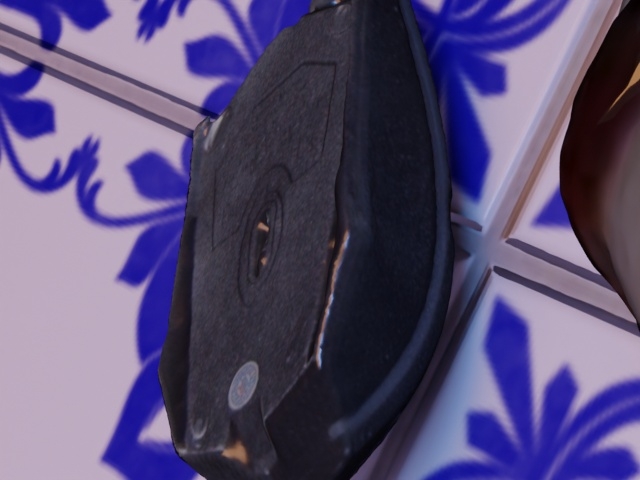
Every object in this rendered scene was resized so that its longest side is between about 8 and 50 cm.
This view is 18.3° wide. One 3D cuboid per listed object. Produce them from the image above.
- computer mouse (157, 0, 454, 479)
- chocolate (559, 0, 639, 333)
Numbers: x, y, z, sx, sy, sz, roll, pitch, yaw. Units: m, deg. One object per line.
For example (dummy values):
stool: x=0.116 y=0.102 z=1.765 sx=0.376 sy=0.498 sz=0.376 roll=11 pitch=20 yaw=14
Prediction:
computer mouse: x=0.003 y=0.000 z=0.739 sx=0.126 sy=0.071 sz=0.231 roll=-40 pitch=36 yaw=42
chocolate: x=0.181 y=-0.018 z=0.489 sx=0.283 sy=0.186 sz=0.284 roll=-20 pitch=59 yaw=37
